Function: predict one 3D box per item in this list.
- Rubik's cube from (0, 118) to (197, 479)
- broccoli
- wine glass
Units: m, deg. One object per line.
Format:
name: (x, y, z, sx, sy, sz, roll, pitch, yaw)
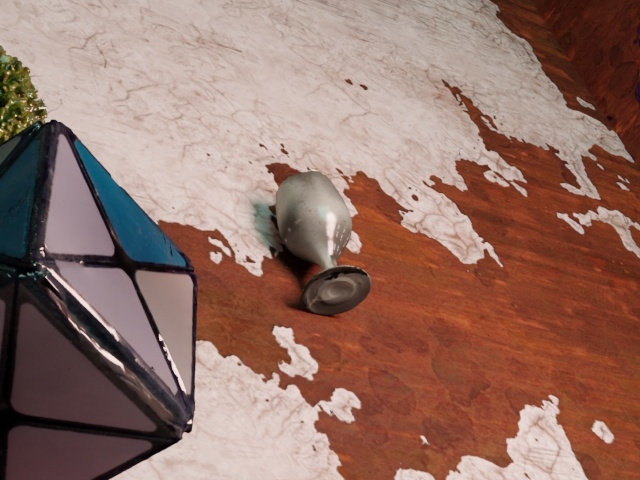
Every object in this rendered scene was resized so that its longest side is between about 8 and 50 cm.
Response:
Rubik's cube: (-0.337, 0.094, 1.650, 0.310, 0.305, 0.307, 48, 23, -31)
broccoli: (-0.493, -0.178, 2.060, 0.273, 0.180, 0.242, 16, 30, -32)
wine glass: (0.000, 0.000, 2.381, 0.126, 0.126, 0.241, 15, 40, -32)
